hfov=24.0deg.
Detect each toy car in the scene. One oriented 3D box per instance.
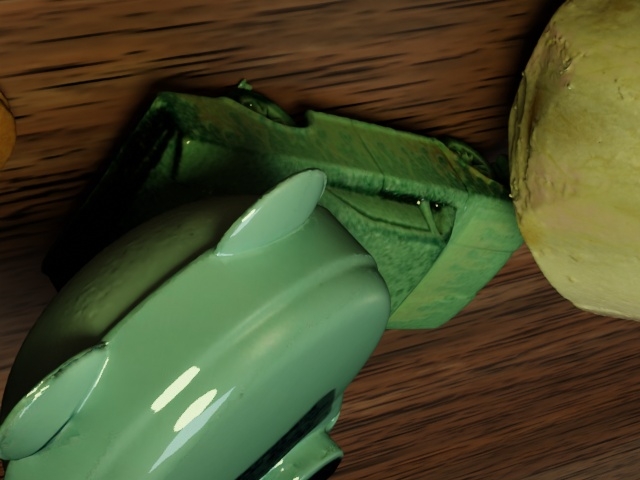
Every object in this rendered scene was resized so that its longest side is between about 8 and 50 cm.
[{"bbox_3d":[0.000,0.000,0.890,0.321,0.097,0.141,7,131,-45],"label":"toy car"}]

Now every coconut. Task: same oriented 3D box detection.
[{"bbox_3d":[0.216,-0.056,0.898,0.241,0.241,0.241,-22,146,-16],"label":"coconut"}]

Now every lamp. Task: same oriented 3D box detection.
[{"bbox_3d":[-0.058,0.081,0.754,0.209,0.147,0.284,-39,145,-13],"label":"lamp"}]

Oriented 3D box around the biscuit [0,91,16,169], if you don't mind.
[{"bbox_3d":[-0.242,-0.002,0.743,0.186,0.036,0.192,-15,144,-28],"label":"biscuit"}]
